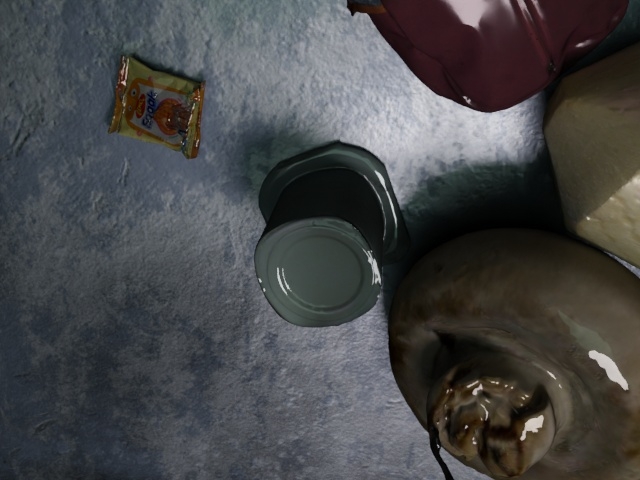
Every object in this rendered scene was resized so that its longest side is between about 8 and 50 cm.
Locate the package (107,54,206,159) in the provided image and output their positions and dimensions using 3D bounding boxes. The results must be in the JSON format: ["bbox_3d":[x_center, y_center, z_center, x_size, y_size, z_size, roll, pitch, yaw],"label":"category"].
[{"bbox_3d":[-0.208,-0.170,0.847,0.121,0.031,0.108,17,114,-2],"label":"package"}]

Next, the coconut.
[{"bbox_3d":[0.358,-0.097,0.707,0.259,0.259,0.259,2,114,5],"label":"coconut"}]

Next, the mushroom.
[{"bbox_3d":[0.234,0.166,0.783,0.362,0.294,0.362,23,133,27],"label":"mushroom"}]

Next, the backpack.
[{"bbox_3d":[0.164,-0.294,0.670,0.283,0.197,0.317,-33,118,18],"label":"backpack"}]

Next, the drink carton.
[{"bbox_3d":[0.000,0.000,0.823,0.185,0.189,0.191,-13,112,17],"label":"drink carton"}]
